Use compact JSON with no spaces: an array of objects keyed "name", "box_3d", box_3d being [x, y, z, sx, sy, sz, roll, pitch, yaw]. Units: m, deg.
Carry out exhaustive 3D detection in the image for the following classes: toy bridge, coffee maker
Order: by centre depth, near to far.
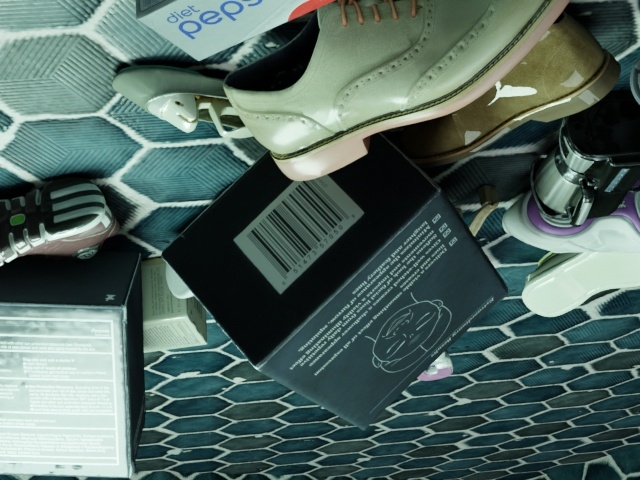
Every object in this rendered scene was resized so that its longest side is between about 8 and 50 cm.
[{"name":"coffee maker","box_3d":[0.378,-0.115,1.412,0.171,0.120,0.178,-26,163,-16]},{"name":"toy bridge","box_3d":[0.207,-0.019,1.627,0.026,0.063,0.188,8,154,-30]}]

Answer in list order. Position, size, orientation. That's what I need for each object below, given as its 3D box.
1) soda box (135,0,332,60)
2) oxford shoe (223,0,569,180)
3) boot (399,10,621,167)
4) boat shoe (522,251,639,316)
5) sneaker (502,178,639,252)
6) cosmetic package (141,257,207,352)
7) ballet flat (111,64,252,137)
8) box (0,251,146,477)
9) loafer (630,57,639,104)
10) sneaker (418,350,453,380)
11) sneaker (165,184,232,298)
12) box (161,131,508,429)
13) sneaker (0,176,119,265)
[{"name":"soda box","box_3d":[-0.028,-0.265,0.954,0.286,0.091,0.098,-18,155,26]},{"name":"oxford shoe","box_3d":[0.073,-0.201,1.081,0.397,0.140,0.146,-31,124,25]},{"name":"boot","box_3d":[0.190,-0.178,1.249,0.115,0.112,0.305,43,139,-22]},{"name":"boat shoe","box_3d":[0.472,0.030,1.779,0.305,0.091,0.109,-29,111,39]},{"name":"sneaker","box_3d":[0.421,-0.037,1.620,0.305,0.114,0.152,5,169,-15]},{"name":"cosmetic package","box_3d":[-0.352,0.119,1.748,0.309,0.113,0.160,-7,157,3]},{"name":"ballet flat","box_3d":[-0.130,-0.153,1.220,0.213,0.068,0.072,4,155,-22]},{"name":"box","box_3d":[-0.413,0.175,1.573,0.296,0.183,0.294,2,117,-2]},{"name":"loafer","box_3d":[0.518,-0.207,1.244,0.302,0.109,0.095,-7,176,21]},{"name":"sneaker","box_3d":[0.178,0.162,2.020,0.095,0.104,0.236,-15,133,21]},{"name":"sneaker","box_3d":[-0.090,-0.009,1.552,0.147,0.104,0.296,-4,155,-45]},{"name":"box","box_3d":[0.037,0.043,1.393,0.293,0.212,0.395,-44,151,1]},{"name":"sneaker","box_3d":[-0.409,0.004,1.479,0.281,0.106,0.162,-10,160,8]}]
